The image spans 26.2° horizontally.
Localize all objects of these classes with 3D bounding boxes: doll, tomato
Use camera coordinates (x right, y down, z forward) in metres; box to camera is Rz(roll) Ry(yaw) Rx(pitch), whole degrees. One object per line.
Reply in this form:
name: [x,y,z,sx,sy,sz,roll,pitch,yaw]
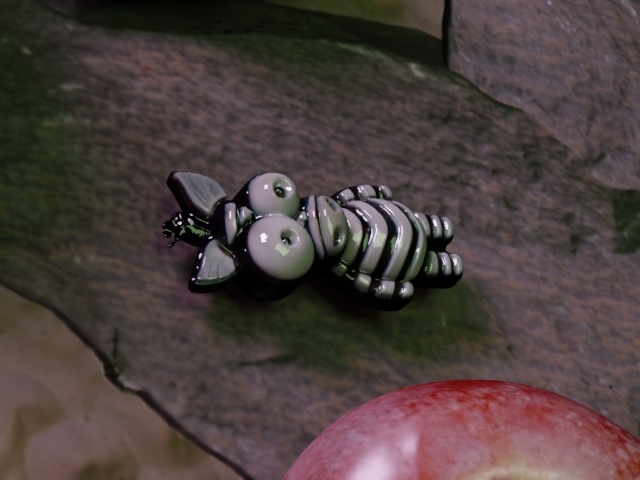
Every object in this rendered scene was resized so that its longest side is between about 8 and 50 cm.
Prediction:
doll: [0.000,0.000,0.911,0.219,0.067,0.091,4,62,-29]
tomato: [0.084,0.215,0.721,0.270,0.227,0.270,6,54,-8]
